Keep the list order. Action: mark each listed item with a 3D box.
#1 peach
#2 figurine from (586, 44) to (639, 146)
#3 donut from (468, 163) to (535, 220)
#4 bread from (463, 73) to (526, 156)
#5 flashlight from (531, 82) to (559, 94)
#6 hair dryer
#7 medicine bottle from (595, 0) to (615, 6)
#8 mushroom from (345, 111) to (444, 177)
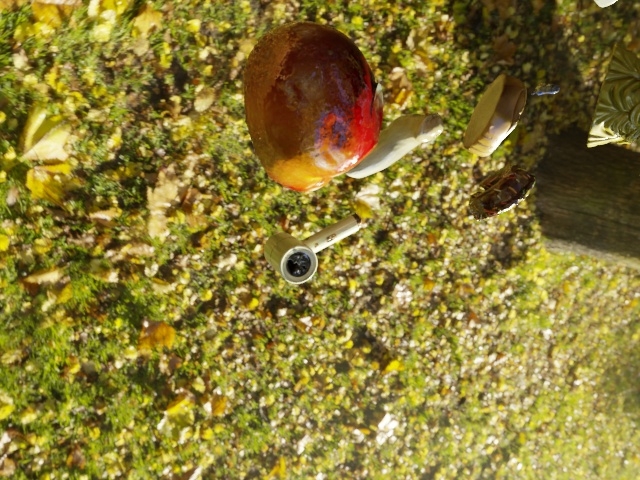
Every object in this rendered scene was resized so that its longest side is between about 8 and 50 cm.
[{"bbox_3d":[-0.002,-0.326,1.279,0.335,0.310,0.405,-29,115,-64],"label":"peach"},{"bbox_3d":[0.673,-0.234,0.922,0.168,0.315,0.187,-9,114,-60],"label":"figurine"},{"bbox_3d":[0.589,-0.164,1.695,0.230,0.216,0.096,-41,96,-22],"label":"donut"},{"bbox_3d":[0.475,-0.340,1.413,0.070,0.236,0.236,23,91,-3],"label":"bread"},{"bbox_3d":[0.730,-0.492,1.668,0.057,0.121,0.035,-30,106,3],"label":"flashlight"},{"bbox_3d":[0.000,0.000,1.711,0.362,0.203,0.128,-27,111,-13],"label":"hair dryer"},{"bbox_3d":[0.719,-0.711,1.355,0.183,0.086,0.086,35,83,-22],"label":"medicine bottle"},{"bbox_3d":[0.265,-0.344,1.793,0.126,0.397,0.177,48,46,-14],"label":"mushroom"}]
